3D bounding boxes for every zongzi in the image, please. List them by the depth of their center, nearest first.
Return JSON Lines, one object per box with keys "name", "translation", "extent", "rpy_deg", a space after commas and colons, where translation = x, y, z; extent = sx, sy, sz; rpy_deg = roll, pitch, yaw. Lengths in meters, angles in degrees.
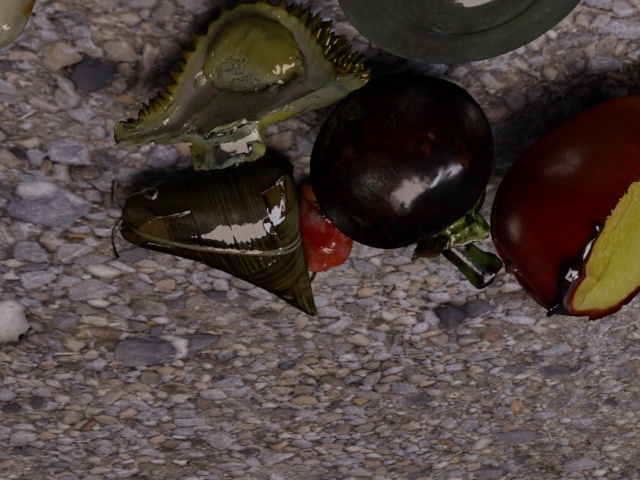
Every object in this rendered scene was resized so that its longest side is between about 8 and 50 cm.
{"name": "zongzi", "translation": [-0.137, 0.025, 1.287], "extent": [0.247, 0.111, 0.241], "rpy_deg": [-11, 116, -1]}

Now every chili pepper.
{"name": "chili pepper", "translation": [0.000, 0.000, 1.357], "extent": [0.084, 0.086, 0.192], "rpy_deg": [-14, 142, -26]}

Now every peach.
{"name": "peach", "translation": [0.356, -0.073, 1.245], "extent": [0.362, 0.201, 0.257], "rpy_deg": [-49, 146, 0]}

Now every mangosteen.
{"name": "mangosteen", "translation": [0.124, -0.063, 1.165], "extent": [0.231, 0.231, 0.289], "rpy_deg": [-39, 90, 30]}

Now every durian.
{"name": "durian", "translation": [-0.081, -0.161, 1.083], "extent": [0.306, 0.167, 0.172], "rpy_deg": [-14, 139, 19]}

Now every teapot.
{"name": "teapot", "translation": [0.154, -0.335, 0.868], "extent": [0.321, 0.239, 0.239], "rpy_deg": [-24, 140, 23]}

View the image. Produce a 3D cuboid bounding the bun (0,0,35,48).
{"name": "bun", "translation": [-0.363, -0.283, 0.893], "extent": [0.239, 0.141, 0.239], "rpy_deg": [-2, 138, -1]}
